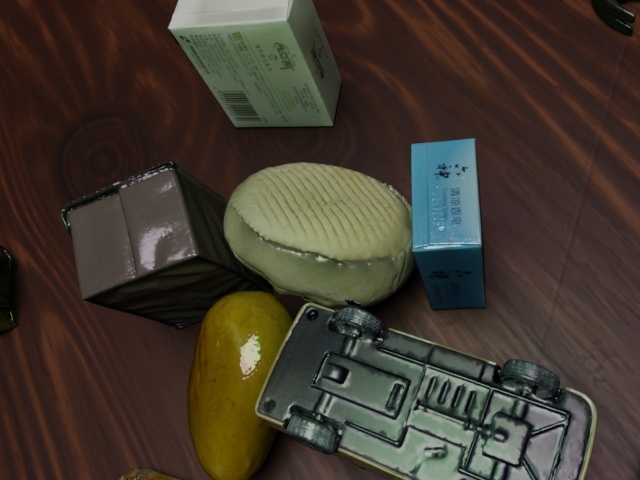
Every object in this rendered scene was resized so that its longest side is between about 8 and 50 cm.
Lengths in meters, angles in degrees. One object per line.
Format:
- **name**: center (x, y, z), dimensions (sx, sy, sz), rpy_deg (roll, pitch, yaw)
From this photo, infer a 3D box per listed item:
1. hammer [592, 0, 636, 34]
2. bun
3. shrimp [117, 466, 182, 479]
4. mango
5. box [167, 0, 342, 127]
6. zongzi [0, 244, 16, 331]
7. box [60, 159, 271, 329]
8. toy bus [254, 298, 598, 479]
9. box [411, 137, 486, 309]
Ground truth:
- **hammer**: center (0.645, -0.397, 0.941), dimensions (0.440, 0.044, 0.168), rpy_deg (3, 67, 20)
- **bun**: center (0.000, 0.000, 0.895), dimensions (0.287, 0.146, 0.287), rpy_deg (8, 35, -5)
- **shrimp**: center (-0.217, 0.372, 0.881), dimensions (0.184, 0.043, 0.091), rpy_deg (-4, 73, 23)
- **mango**: center (-0.109, 0.197, 0.860), dimensions (0.167, 0.130, 0.262), rpy_deg (-1, 75, 50)
- **box**: center (-0.093, -0.297, 1.015), dimensions (0.194, 0.260, 0.111), rpy_deg (3, 64, 18)
- **zongzi**: center (-0.612, 0.056, 1.066), dimensions (0.084, 0.184, 0.187), rpy_deg (-24, 61, 11)
- **box**: center (-0.213, 0.020, 0.918), dimensions (0.188, 0.252, 0.153), rpy_deg (-22, 67, 9)
- **toy bus**: center (0.124, 0.214, 0.749), dimensions (0.365, 0.202, 0.177), rpy_deg (16, 67, 26)
- **box**: center (0.170, -0.011, 0.813), dimensions (0.083, 0.232, 0.142), rpy_deg (-5, 65, 16)
